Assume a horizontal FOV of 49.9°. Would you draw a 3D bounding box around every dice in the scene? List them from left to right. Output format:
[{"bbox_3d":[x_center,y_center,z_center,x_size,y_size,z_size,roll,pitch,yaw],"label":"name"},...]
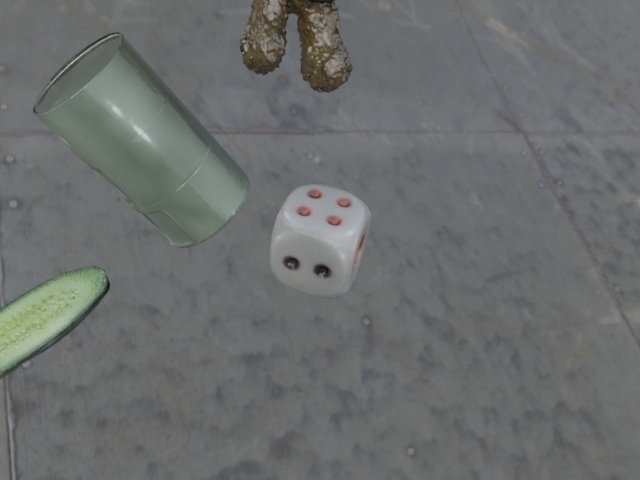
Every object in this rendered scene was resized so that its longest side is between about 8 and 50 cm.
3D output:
[{"bbox_3d":[0.000,0.000,1.546,0.191,0.194,0.193,17,42,8],"label":"dice"}]

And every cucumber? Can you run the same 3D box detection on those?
[{"bbox_3d":[-0.479,0.137,1.222,0.243,0.063,0.115,-34,67,-17],"label":"cucumber"}]

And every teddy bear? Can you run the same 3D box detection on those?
[{"bbox_3d":[-0.025,-0.315,0.816,0.181,0.252,0.129,5,34,-18],"label":"teddy bear"}]

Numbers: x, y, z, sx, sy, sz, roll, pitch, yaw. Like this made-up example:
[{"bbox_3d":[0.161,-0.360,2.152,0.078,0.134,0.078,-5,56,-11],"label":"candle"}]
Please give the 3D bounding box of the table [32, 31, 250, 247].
[{"bbox_3d":[-0.192,-0.105,0.771,0.220,0.126,0.126,50,40,-36],"label":"table"}]
